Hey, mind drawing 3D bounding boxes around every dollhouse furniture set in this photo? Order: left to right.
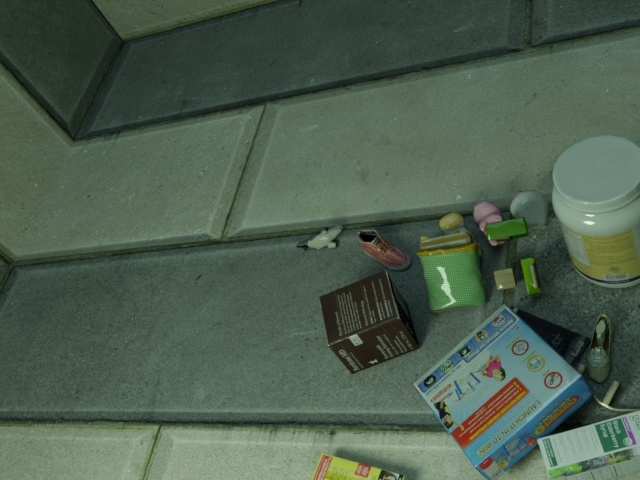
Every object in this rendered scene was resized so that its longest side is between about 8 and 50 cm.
[{"bbox_3d":[0.395,0.069,1.981,0.301,0.151,0.198,-12,85,18],"label":"dollhouse furniture set"}]

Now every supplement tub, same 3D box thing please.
[{"bbox_3d":[0.691,-0.066,1.852,0.240,0.331,0.241,-16,47,18],"label":"supplement tub"}]

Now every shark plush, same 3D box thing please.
[{"bbox_3d":[0.000,0.000,2.424,0.161,0.073,0.067,-33,20,32],"label":"shark plush"}]

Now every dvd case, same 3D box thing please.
[{"bbox_3d":[0.522,0.267,1.898,0.221,0.018,0.165,23,69,40],"label":"dvd case"}]

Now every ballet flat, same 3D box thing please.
[{"bbox_3d":[0.651,0.249,1.812,0.057,0.052,0.168,-1,54,30],"label":"ballet flat"}]

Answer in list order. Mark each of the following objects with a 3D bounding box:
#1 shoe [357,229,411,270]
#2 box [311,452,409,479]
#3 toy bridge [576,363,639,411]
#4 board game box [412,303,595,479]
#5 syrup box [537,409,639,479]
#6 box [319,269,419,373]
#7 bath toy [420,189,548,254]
[{"bbox_3d":[0.180,0.026,2.253,0.178,0.081,0.063,27,71,42],"label":"shoe"},{"bbox_3d":[0.096,0.582,1.856,0.232,0.058,0.087,6,58,34],"label":"box"},{"bbox_3d":[0.652,0.345,1.738,0.188,0.026,0.063,27,90,34],"label":"toy bridge"},{"bbox_3d":[0.413,0.343,1.794,0.308,0.086,0.302,-41,35,2],"label":"board game box"},{"bbox_3d":[0.597,0.449,1.647,0.236,0.096,0.093,-21,46,15],"label":"syrup box"},{"bbox_3d":[0.129,0.219,2.060,0.203,0.168,0.167,-24,46,12],"label":"box"},{"bbox_3d":[0.452,-0.039,2.126,0.348,0.129,0.152,-27,89,11],"label":"bath toy"}]
